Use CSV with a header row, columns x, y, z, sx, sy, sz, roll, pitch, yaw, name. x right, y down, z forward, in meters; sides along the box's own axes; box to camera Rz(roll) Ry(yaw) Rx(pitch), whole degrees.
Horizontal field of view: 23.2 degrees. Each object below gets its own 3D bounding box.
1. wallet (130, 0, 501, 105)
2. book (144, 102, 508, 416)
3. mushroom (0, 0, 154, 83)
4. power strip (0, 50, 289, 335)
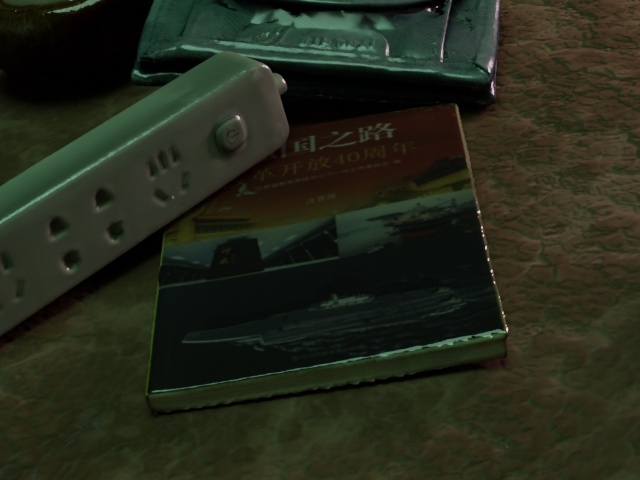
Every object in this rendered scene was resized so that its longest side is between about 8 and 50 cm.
x,y,z,sx,sy,sz,roll,pitch,yaw,name
0.005,-0.222,1.508,0.342,0.075,0.237,5,39,6,wallet
0.000,0.000,1.255,0.262,0.028,0.374,-11,31,5,book
-0.247,-0.240,1.633,0.231,0.138,0.194,-34,48,-15,mushroom
-0.171,-0.041,1.281,0.385,0.091,0.062,-35,35,-27,power strip
